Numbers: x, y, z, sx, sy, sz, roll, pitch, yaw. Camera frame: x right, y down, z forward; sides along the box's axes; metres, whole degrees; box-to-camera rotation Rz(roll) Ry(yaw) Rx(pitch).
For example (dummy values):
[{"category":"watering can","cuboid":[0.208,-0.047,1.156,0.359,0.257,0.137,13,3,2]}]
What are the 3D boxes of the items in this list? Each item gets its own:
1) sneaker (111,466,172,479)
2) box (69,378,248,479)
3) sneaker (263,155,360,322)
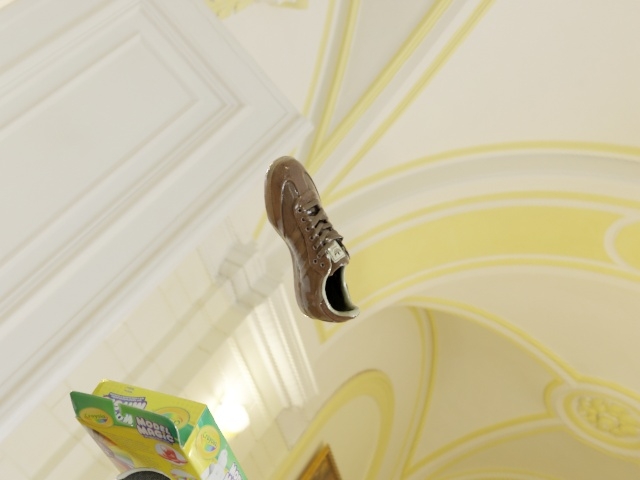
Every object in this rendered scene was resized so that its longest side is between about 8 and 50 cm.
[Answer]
[{"category":"sneaker","cuboid":[-0.160,0.234,0.385,0.079,0.217,0.121,41,-23,-8]},{"category":"box","cuboid":[-0.124,0.175,0.532,0.105,0.043,0.179,8,-42,23]},{"category":"sneaker","cuboid":[0.000,0.000,0.682,0.071,0.066,0.188,7,-59,43]}]
